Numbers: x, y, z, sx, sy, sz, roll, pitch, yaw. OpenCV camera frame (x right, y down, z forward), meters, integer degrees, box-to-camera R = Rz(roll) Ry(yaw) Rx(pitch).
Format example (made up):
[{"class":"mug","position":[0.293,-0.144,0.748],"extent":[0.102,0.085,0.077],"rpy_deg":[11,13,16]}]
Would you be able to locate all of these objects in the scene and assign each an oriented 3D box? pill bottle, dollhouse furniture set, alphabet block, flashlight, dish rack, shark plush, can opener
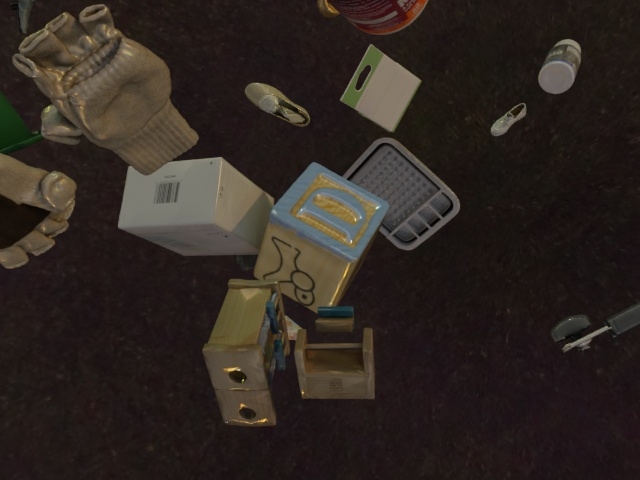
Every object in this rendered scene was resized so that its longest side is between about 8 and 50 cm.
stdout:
[{"class":"pill bottle","position":[0.559,-0.407,1.278],"extent":[0.078,0.137,0.078],"rpy_deg":[20,140,18]},{"class":"dollhouse furniture set","position":[-0.025,0.135,0.669],"extent":[0.183,0.129,0.129],"rpy_deg":[-1,124,8]},{"class":"alphabet block","position":[0.000,0.000,1.112],"extent":[0.192,0.193,0.197],"rpy_deg":[31,138,8]},{"class":"flashlight","position":[-0.237,0.020,1.833],"extent":[0.103,0.304,0.103],"rpy_deg":[-31,108,4]},{"class":"dish rack","position":[0.247,-0.152,1.734],"extent":[0.333,0.072,0.285],"rpy_deg":[41,132,-5]},{"class":"shark plush","position":[-0.450,-0.410,0.862],"extent":[0.067,0.073,0.161],"rpy_deg":[21,84,8]},{"class":"pill bottle","position":[0.041,-0.310,0.589],"extent":[0.121,0.221,0.121],"rpy_deg":[2,94,22]},{"class":"can opener","position":[0.692,0.182,1.312],"extent":[0.283,0.076,0.095],"rpy_deg":[-29,65,4]}]

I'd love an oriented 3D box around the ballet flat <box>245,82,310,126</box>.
[{"class":"ballet flat","position":[-0.138,-0.450,1.853],"extent":[0.086,0.248,0.086],"rpy_deg":[-31,50,45]}]

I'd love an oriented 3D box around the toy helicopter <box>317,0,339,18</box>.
[{"class":"toy helicopter","position":[0.125,-0.800,1.761],"extent":[0.140,0.355,0.235],"rpy_deg":[5,133,53]}]

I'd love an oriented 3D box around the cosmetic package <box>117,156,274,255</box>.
[{"class":"cosmetic package","position":[-0.249,-0.058,1.145],"extent":[0.224,0.224,0.138],"rpy_deg":[-2,74,23]}]

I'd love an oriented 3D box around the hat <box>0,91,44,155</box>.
[{"class":"hat","position":[-0.379,-0.162,0.531],"extent":[0.208,0.173,0.184],"rpy_deg":[-22,114,-9]}]

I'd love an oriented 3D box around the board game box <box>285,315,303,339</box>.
[{"class":"board game box","position":[-0.128,0.231,1.483],"extent":[0.103,0.154,0.026],"rpy_deg":[31,104,47]}]

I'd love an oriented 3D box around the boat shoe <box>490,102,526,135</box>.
[{"class":"boat shoe","position":[0.440,-0.285,1.289],"extent":[0.100,0.035,0.035],"rpy_deg":[-35,64,-1]}]

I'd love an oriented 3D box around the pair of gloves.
[{"class":"pair of gloves","position":[-0.229,-0.077,0.476],"extent":[0.240,0.204,0.042],"rpy_deg":[-34,68,-9]}]

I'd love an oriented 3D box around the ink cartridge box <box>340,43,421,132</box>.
[{"class":"ink cartridge box","position":[0.161,-0.425,1.542],"extent":[0.056,0.235,0.171],"rpy_deg":[42,107,47]}]
